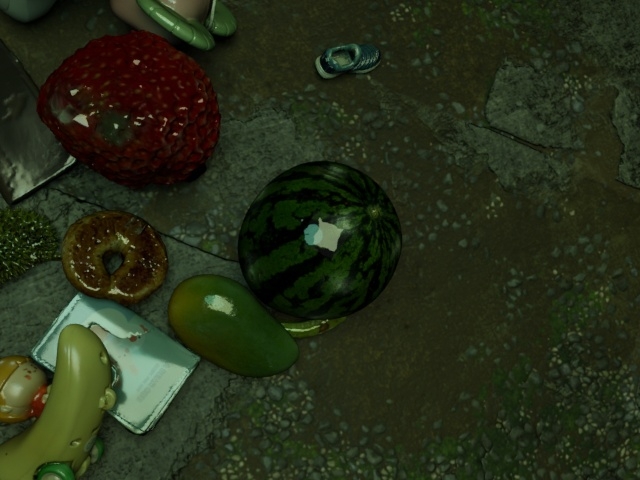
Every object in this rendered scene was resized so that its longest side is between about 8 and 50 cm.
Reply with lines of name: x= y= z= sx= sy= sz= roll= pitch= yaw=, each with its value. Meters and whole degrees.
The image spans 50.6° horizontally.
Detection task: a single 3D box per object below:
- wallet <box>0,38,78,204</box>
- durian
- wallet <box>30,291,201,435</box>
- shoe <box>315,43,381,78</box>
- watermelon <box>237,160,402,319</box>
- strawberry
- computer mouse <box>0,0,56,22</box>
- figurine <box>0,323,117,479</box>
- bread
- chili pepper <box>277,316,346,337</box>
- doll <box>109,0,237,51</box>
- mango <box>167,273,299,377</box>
wallet: x=-0.584 y=-0.229 z=1.244 sx=0.165 sy=0.042 sz=0.309 roll=-36 pitch=87 yaw=-14
durian: x=-0.563 y=0.011 z=1.172 sx=0.221 sy=0.095 sz=0.137 roll=-20 pitch=99 yaw=-25
wallet: x=-0.360 y=0.210 z=1.195 sx=0.251 sy=0.075 sz=0.176 roll=35 pitch=71 yaw=-2
shoe: x=0.062 y=-0.377 z=1.390 sx=0.143 sy=0.071 sz=0.063 roll=-15 pitch=84 yaw=-19
watermelon: x=0.000 y=0.000 z=1.206 sx=0.286 sy=0.285 sz=0.284 roll=2 pitch=79 yaw=-11
strawberry: x=-0.321 y=-0.233 z=1.166 sx=0.292 sy=0.310 sz=0.291 roll=1 pitch=78 yaw=-7
computer mouse: x=-0.516 y=-0.517 z=1.189 sx=0.121 sy=0.297 sz=0.184 roll=-15 pitch=83 yaw=-49
figurine: x=-0.451 y=0.272 z=1.092 sx=0.222 sy=0.124 sz=0.324 roll=25 pitch=105 yaw=5
bread: x=-0.366 y=0.029 z=1.210 sx=0.194 sy=0.064 sz=0.193 roll=11 pitch=60 yaw=-20
chili pepper: x=-0.041 y=0.161 z=1.285 sx=0.208 sy=0.043 sz=0.048 roll=-9 pitch=94 yaw=-13
doll: x=-0.272 y=-0.469 z=1.242 sx=0.268 sy=0.284 sz=0.216 roll=37 pitch=117 yaw=-13
mango: x=-0.157 y=0.158 z=1.215 sx=0.251 sy=0.114 sz=0.156 roll=36 pitch=106 yaw=-15
